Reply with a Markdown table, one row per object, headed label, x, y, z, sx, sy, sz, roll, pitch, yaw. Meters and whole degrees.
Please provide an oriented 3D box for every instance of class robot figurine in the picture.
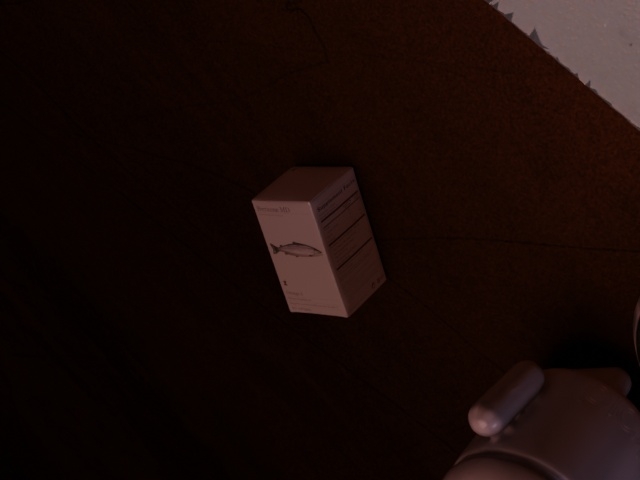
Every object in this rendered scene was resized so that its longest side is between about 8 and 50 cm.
| label | x | y | z | sx | sy | sz | roll | pitch | yaw |
| --- | --- | --- | --- | --- | --- | --- | --- | --- | --- |
| robot figurine | 0.267 | 0.290 | 1.440 | 0.200 | 0.353 | 0.300 | -14 | 112 | 45 |

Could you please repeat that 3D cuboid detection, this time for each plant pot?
| label | x | y | z | sx | sy | sz | roll | pitch | yaw |
| --- | --- | --- | --- | --- | --- | --- | --- | --- | --- |
| plant pot | 0.318 | -0.273 | 1.062 | 0.247 | 0.248 | 0.252 | 42 | 122 | 7 |

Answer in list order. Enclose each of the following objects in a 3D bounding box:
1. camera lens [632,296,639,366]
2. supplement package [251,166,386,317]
| label | x | y | z | sx | sy | sz | roll | pitch | yaw |
| --- | --- | --- | --- | --- | --- | --- | --- | --- | --- |
| camera lens | 0.447 | 0.057 | 1.165 | 0.219 | 0.274 | 0.219 | 24 | 133 | 28 |
| supplement package | 0.000 | 0.000 | 1.630 | 0.105 | 0.105 | 0.179 | 3 | 122 | 39 |
